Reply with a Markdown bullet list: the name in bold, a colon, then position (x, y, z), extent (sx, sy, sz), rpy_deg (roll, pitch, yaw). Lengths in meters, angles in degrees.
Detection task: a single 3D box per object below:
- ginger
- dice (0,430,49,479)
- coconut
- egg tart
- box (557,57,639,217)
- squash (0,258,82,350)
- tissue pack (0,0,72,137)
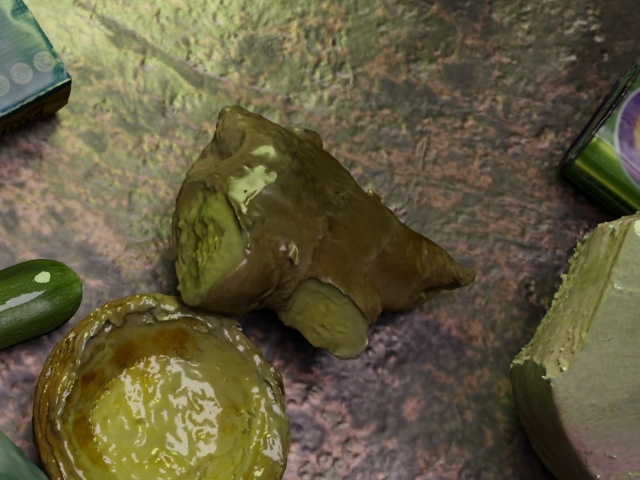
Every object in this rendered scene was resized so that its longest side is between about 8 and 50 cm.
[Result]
- **ginger**: position (0.000, 0.000, 1.572), extent (0.270, 0.123, 0.219), rpy_deg (20, 46, -36)
- **dice**: position (-0.339, 0.272, 1.212), extent (0.330, 0.328, 0.348), rpy_deg (-46, 66, 6)
- **coconut**: position (0.311, 0.097, 1.507), extent (0.297, 0.309, 0.297), rpy_deg (1, 81, -8)
- **egg tart**: position (-0.129, 0.145, 1.502), extent (0.213, 0.090, 0.212), rpy_deg (4, 74, -14)
- **box**: position (0.389, -0.013, 1.695), extent (0.345, 0.097, 0.134), rpy_deg (38, 69, -2)
- **squash**: position (-0.295, 0.072, 1.490), extent (0.229, 0.066, 0.066), rpy_deg (-22, 80, -21)
- **tissue pack**: position (-0.304, -0.130, 1.542), extent (0.169, 0.082, 0.120), rpy_deg (-31, 84, -22)
